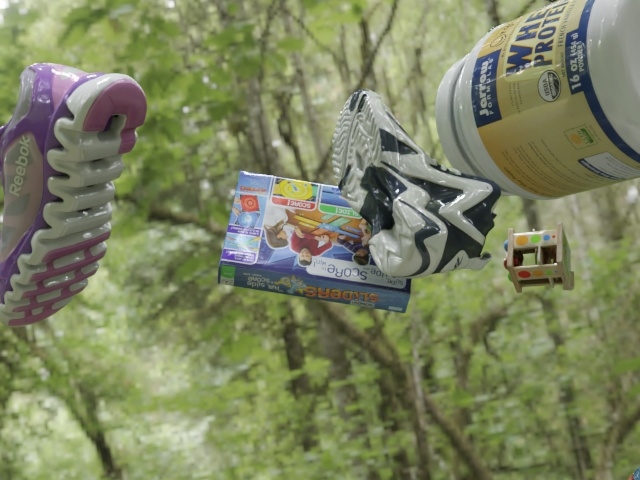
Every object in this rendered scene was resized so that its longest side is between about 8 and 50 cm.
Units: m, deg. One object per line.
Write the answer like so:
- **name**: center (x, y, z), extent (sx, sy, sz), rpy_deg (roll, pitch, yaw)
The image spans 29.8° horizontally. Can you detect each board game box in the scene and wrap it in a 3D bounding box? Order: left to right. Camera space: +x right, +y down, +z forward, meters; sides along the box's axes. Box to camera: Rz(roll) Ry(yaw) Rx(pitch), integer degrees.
- **board game box**: center (0.000, 0.000, 1.288), extent (0.201, 0.136, 0.035), rpy_deg (10, -40, 0)

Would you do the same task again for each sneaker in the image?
- **sneaker**: center (-0.226, -0.043, 0.978), extent (0.105, 0.236, 0.095), rpy_deg (30, 21, 21)
- **sneaker**: center (0.111, -0.057, 1.267), extent (0.153, 0.235, 0.094), rpy_deg (8, -49, -32)

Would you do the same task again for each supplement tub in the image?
- **supplement tub**: center (0.307, -0.172, 1.426), extent (0.228, 0.228, 0.316), rpy_deg (-3, -7, -34)

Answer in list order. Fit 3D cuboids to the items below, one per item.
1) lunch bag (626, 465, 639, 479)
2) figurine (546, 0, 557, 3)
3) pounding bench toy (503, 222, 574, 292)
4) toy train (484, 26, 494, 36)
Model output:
- **lunch bag**: center (0.481, 0.351, 1.334), extent (0.293, 0.138, 0.221), rpy_deg (23, -57, -9)
- **figurine**: center (0.470, -0.378, 1.870), extent (0.210, 0.214, 0.092), rpy_deg (-30, 20, -3)
- **pounding bench toy**: center (0.235, 0.029, 1.291), extent (0.065, 0.052, 0.083), rpy_deg (-6, -38, 20)
- **toy train**: center (0.273, -0.318, 1.921), extent (0.017, 0.024, 0.083), rpy_deg (-51, -8, -8)
